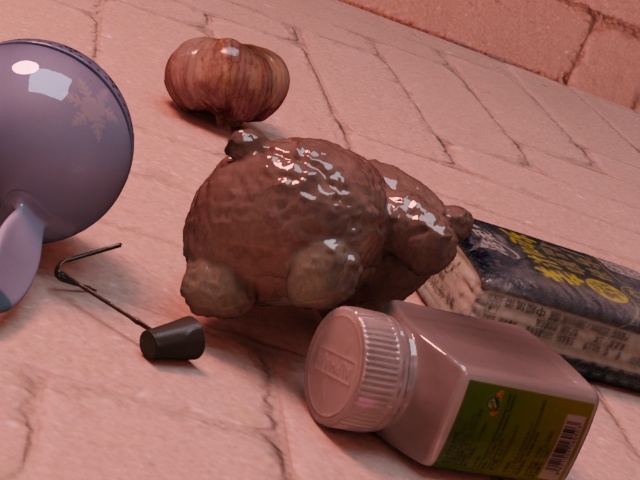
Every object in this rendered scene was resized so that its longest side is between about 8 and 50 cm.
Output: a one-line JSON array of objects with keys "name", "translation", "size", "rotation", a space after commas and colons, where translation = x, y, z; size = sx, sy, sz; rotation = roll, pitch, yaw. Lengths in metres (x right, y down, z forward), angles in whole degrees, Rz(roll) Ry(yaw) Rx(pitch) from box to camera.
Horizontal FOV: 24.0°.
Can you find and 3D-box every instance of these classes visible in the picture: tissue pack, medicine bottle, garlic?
[{"name": "tissue pack", "translation": [0.226, 0.058, 1.450], "size": [0.257, 0.081, 0.185], "rotation": [16, 17, -20]}, {"name": "medicine bottle", "translation": [0.090, 0.106, 1.107], "size": [0.188, 0.088, 0.132], "rotation": [13, 17, -28]}, {"name": "garlic", "translation": [-0.110, -0.184, 1.758], "size": [0.147, 0.102, 0.159], "rotation": [10, 4, 6]}]

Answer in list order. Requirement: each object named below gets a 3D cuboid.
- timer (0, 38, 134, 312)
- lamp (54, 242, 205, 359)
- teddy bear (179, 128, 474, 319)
[{"name": "timer", "translation": [-0.244, -0.048, 1.122], "size": [0.175, 0.175, 0.255], "rotation": [25, 43, 12]}, {"name": "lamp", "translation": [-0.140, 0.050, 1.094], "size": [0.054, 0.041, 0.121], "rotation": [-8, 36, -44]}, {"name": "teddy bear", "translation": [0.000, -0.001, 1.209], "size": [0.236, 0.151, 0.267], "rotation": [-4, -12, 22]}]
